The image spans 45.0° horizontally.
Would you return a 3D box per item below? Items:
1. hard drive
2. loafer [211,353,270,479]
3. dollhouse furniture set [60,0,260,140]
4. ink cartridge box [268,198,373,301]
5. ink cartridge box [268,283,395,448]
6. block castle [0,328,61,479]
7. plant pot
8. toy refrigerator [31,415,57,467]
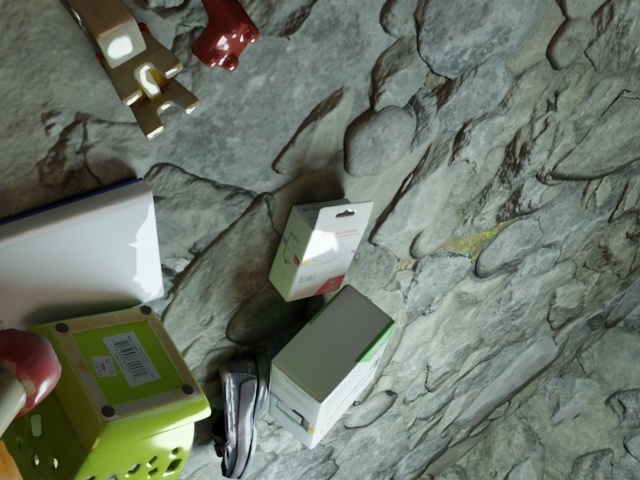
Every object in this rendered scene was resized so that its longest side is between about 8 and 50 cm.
[{"bbox_3d":[-0.367,0.052,1.007,0.319,0.040,0.210,-21,141,-24],"label":"hard drive"},{"bbox_3d":[-0.169,0.335,1.465,0.095,0.109,0.302,3,123,-20],"label":"loafer"},{"bbox_3d":[-0.177,-0.288,0.761,0.201,0.152,0.374,-36,162,-8],"label":"dollhouse furniture set"},{"bbox_3d":[0.000,0.000,1.267,0.115,0.067,0.198,-10,136,-37],"label":"ink cartridge box"},{"bbox_3d":[0.013,0.236,1.401,0.201,0.117,0.278,-45,162,-25],"label":"ink cartridge box"},{"bbox_3d":[-0.474,0.274,0.827,0.454,0.213,0.302,-12,110,7],"label":"block castle"},{"bbox_3d":[-0.298,0.224,1.062,0.227,0.228,0.207,-6,141,-48],"label":"plant pot"},{"bbox_3d":[-0.405,0.318,1.210,0.270,0.102,0.094,-7,133,-39],"label":"toy refrigerator"}]
